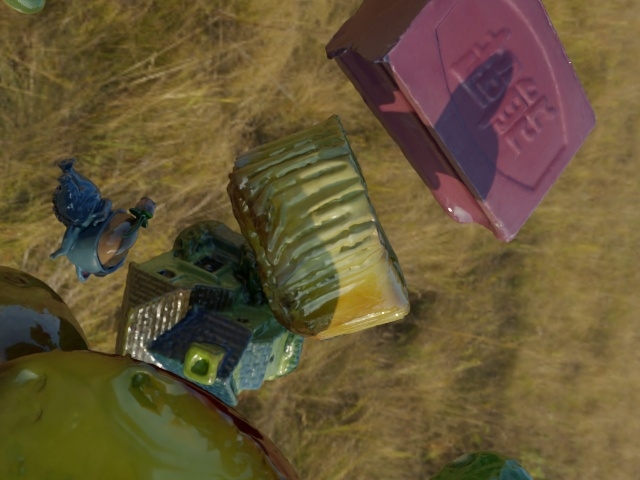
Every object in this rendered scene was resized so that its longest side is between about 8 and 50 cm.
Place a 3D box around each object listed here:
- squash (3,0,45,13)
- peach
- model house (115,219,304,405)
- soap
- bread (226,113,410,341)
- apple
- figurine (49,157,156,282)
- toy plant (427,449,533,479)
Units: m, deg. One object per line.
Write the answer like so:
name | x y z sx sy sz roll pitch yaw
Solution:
squash | -0.679 -0.551 1.687 0.250 0.083 0.083 26 74 -49
peach | -0.150 0.279 0.663 0.306 0.380 0.242 -35 149 -15
model house | -0.143 0.099 1.022 0.189 0.214 0.195 -29 141 -62
soap | 0.193 -0.194 1.042 0.233 0.128 0.359 -52 130 -10
bread | 0.000 0.000 0.796 0.250 0.133 0.179 57 17 -67
apple | -0.399 0.154 0.924 0.264 0.264 0.265 -29 123 -58
figurine | -0.317 -0.030 1.173 0.114 0.144 0.178 -79 156 -55
toy plant | 0.093 0.335 0.817 0.315 0.224 0.184 -34 95 -9
